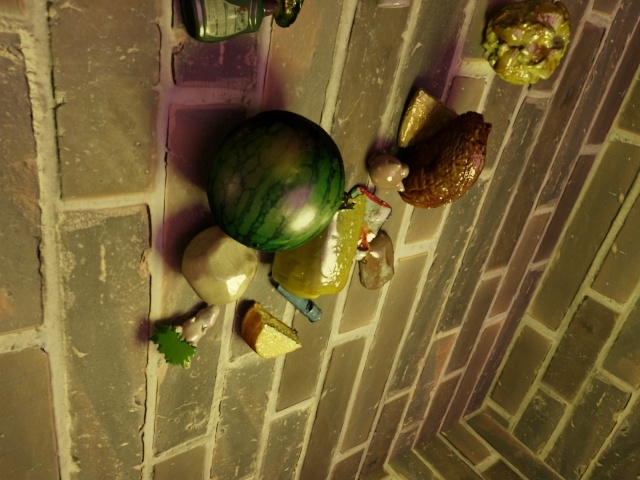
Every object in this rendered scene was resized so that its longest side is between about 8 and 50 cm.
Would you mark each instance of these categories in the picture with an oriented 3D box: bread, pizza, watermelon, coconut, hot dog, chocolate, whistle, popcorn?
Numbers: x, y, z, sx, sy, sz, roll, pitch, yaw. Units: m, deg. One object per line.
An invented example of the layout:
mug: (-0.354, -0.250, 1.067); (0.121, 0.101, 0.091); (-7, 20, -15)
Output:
bread: (0.000, 0.000, 1.522); (0.251, 0.208, 0.376); (3, 111, -35)
pizza: (0.347, -0.401, 1.680); (0.188, 0.080, 0.204); (14, 122, -29)
watermelon: (-0.110, -0.140, 1.247); (0.363, 0.363, 0.363); (-23, 131, -29)
coconut: (-0.268, 0.071, 1.360); (0.224, 0.224, 0.224); (-23, 131, -29)
hot dog: (0.413, -0.259, 1.628); (0.174, 0.266, 0.387); (30, 142, -19)
chocolate: (0.229, 0.090, 1.908); (0.161, 0.083, 0.261); (-34, 135, -21)
whistle: (-0.084, 0.198, 1.718); (0.062, 0.062, 0.304); (-46, 139, -7)
bread: (-0.184, 0.319, 1.666); (0.134, 0.129, 0.260); (-45, 138, 3)
popcorn: (0.693, -0.659, 1.662); (0.247, 0.282, 0.282); (-49, 144, -38)

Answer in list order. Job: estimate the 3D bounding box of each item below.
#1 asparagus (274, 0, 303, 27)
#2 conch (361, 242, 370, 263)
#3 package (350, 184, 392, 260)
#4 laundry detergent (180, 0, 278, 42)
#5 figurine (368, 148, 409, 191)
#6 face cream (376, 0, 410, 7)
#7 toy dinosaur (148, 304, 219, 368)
asparagus: (-0.036, -0.675, 1.102); (0.108, 0.128, 0.381); (20, 108, -10)
conch: (0.108, -0.005, 1.744); (0.233, 0.080, 0.086); (42, 73, -25)
package: (0.129, -0.055, 1.674); (0.166, 0.040, 0.231); (34, 87, -14)
laundry detergent: (-0.192, -0.524, 1.095); (0.222, 0.078, 0.144); (-24, 128, -28)
figurine: (0.221, -0.229, 1.635); (0.125, 0.138, 0.125); (-25, 129, -35)
face cream: (0.192, -0.755, 1.282); (0.154, 0.096, 0.273); (-16, 114, -30)
toy dinosaur: (-0.403, 0.269, 1.463); (0.194, 0.152, 0.177); (-53, 179, 15)
